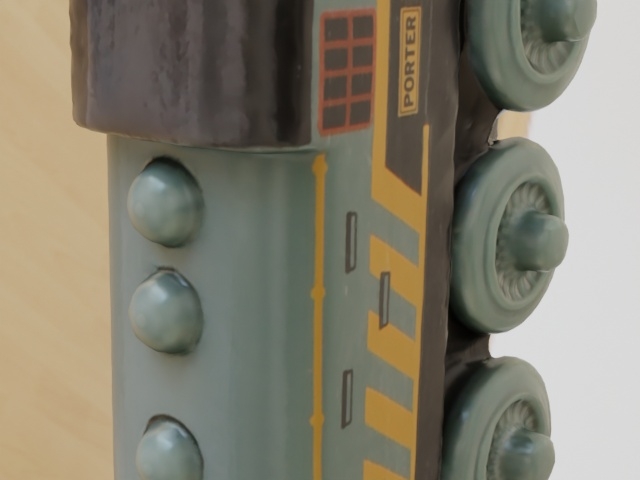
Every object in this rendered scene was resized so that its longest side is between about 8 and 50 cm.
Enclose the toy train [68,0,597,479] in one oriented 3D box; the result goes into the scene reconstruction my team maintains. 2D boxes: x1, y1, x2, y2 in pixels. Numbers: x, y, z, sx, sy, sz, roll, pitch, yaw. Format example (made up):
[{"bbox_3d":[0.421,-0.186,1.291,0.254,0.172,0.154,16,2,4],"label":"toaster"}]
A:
[{"bbox_3d":[0.000,0.000,0.482,0.190,0.142,0.334,-15,113,-49],"label":"toy train"}]
